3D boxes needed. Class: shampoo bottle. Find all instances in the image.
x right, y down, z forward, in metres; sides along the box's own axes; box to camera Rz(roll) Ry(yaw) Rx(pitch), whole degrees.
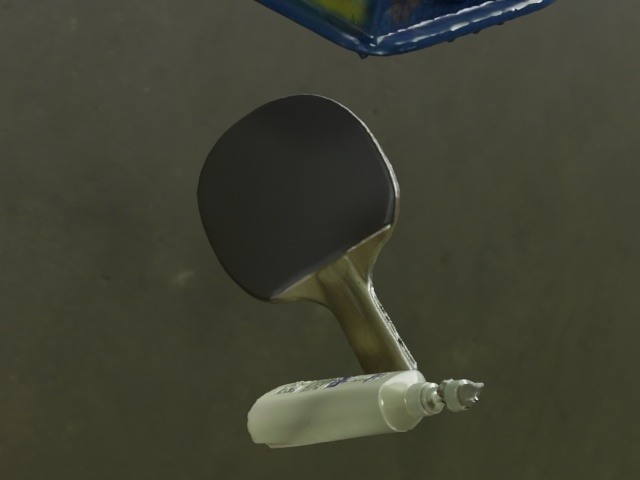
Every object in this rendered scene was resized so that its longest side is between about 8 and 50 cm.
[{"bbox_3d":[0.024,0.089,0.785,0.049,0.141,0.034,-15,92,-48],"label":"shampoo bottle"}]

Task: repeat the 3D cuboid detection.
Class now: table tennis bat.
[{"bbox_3d":[0.000,0.000,0.995,0.138,0.246,0.022,-33,149,5],"label":"table tennis bat"}]

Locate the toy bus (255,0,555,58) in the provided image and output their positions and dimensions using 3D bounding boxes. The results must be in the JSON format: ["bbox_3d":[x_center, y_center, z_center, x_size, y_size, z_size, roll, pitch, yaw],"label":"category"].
[{"bbox_3d":[-0.027,-0.211,0.624,0.138,0.287,0.175,-24,135,-42],"label":"toy bus"}]
